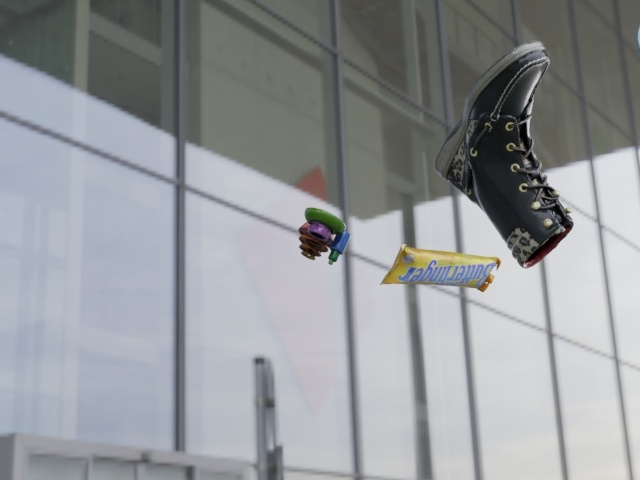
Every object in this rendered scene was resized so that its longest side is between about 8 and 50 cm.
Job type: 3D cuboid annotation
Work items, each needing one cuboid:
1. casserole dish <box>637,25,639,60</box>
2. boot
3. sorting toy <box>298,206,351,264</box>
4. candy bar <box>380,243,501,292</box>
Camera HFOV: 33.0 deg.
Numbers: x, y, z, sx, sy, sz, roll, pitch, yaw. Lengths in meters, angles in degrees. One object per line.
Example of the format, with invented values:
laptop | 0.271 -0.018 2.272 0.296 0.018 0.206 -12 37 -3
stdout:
casserole dish | 0.339 -0.129 0.903 0.114 0.188 0.037 -30 -8 -7
boot | 0.234 -0.093 1.225 0.085 0.179 0.236 -22 -24 -30
sorting toy | 0.000 0.000 1.260 0.061 0.042 0.102 25 -17 1
candy bar | 0.110 0.026 0.973 0.161 0.040 0.018 7 24 -48
